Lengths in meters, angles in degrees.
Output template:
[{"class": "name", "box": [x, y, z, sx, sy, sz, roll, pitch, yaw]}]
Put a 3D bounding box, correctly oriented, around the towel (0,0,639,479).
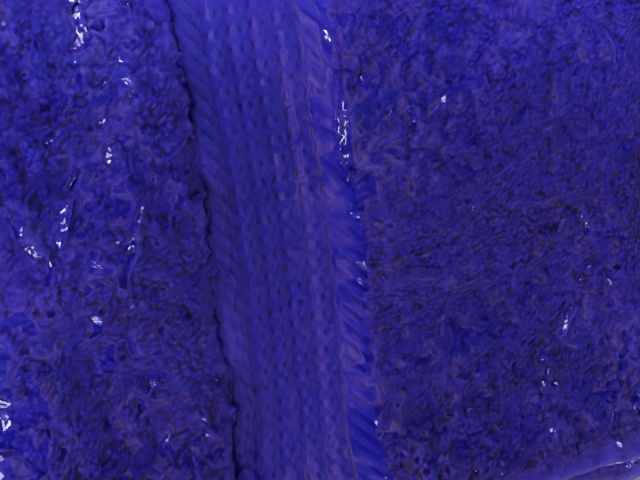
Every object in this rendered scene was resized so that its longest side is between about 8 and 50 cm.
[{"class": "towel", "box": [0.000, 0.000, 0.504, 0.308, 0.076, 0.227, -17, 116, -28]}]
